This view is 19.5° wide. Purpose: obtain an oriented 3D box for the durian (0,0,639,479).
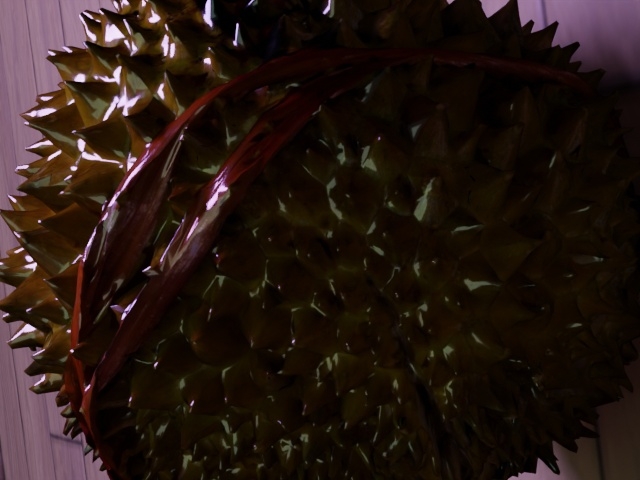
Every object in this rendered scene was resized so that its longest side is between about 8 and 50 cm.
[{"bbox_3d":[0.005,0.000,0.970,0.384,0.348,0.347,8,104,58],"label":"durian"}]
